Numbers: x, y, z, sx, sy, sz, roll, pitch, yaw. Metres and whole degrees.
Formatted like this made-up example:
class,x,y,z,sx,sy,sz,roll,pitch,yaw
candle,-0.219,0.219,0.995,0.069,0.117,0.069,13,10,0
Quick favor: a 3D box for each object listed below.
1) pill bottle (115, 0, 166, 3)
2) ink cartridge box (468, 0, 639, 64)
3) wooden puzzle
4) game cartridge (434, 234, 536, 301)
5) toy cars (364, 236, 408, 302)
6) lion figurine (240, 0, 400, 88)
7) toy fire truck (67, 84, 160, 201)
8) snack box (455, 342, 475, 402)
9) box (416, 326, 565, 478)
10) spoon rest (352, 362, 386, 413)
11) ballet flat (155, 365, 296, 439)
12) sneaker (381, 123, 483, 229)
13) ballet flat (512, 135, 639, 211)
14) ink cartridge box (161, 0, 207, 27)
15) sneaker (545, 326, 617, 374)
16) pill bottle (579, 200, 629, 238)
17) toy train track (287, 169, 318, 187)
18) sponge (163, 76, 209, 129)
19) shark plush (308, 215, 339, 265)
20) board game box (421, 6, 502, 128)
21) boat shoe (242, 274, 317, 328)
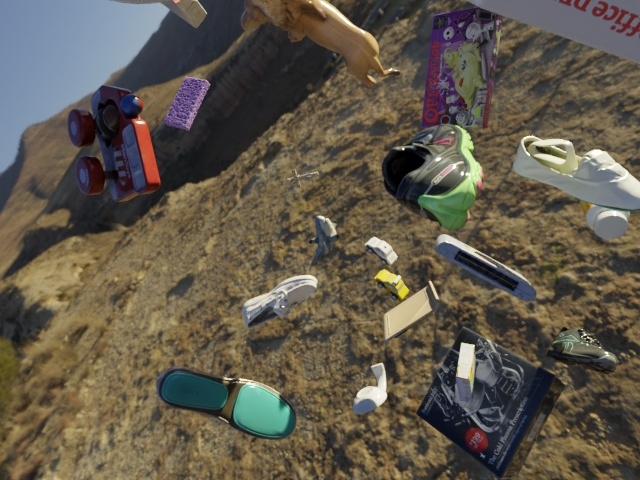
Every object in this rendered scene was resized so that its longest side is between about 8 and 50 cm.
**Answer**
class,x,y,z,sx,sy,sz,roll,pitch,yaw
pill bottle,-0.125,-0.319,0.265,0.161,0.161,0.283,-16,71,50
ink cartridge box,0.264,-0.319,0.340,0.117,0.207,0.283,-97,22,-48
wooden puzzle,0.313,0.255,1.460,0.238,0.044,0.221,-41,4,13
game cartridge,0.481,0.073,1.252,0.060,0.294,0.196,-62,-9,10
toy cars,0.358,0.135,2.209,0.087,0.176,0.394,121,144,-49
lion figurine,0.020,-0.461,0.931,0.240,0.392,0.142,-90,22,-72
toy fire truck,-0.508,-0.253,1.080,0.254,0.169,0.302,-11,90,41
snack box,0.388,0.352,1.112,0.037,0.141,0.100,5,49,27
box,0.546,0.517,1.367,0.312,0.179,0.343,26,85,45
spoon rest,0.208,0.587,1.632,0.137,0.084,0.276,-26,5,25
ballet flat,-0.201,0.343,0.914,0.106,0.316,0.108,-23,41,62
sneaker,0.256,-0.196,1.038,0.483,0.202,0.185,-75,2,-65
ballet flat,0.701,-0.200,1.159,0.139,0.139,0.400,-51,36,4
ink cartridge box,-0.397,-0.630,1.014,0.066,0.189,0.232,-55,1,2
sneaker,0.709,0.290,1.149,0.106,0.101,0.267,-63,-4,-7
pill bottle,0.916,-0.097,1.353,0.117,0.117,0.208,-31,19,36
toy train track,-0.045,-0.155,1.043,0.083,0.048,0.014,-10,25,19
sponge,-0.524,-0.540,1.647,0.117,0.031,0.210,17,79,24
shark plush,0.000,0.000,1.164,0.161,0.067,0.073,113,162,-46
board game box,0.433,-0.526,1.304,0.208,0.056,0.347,13,104,43
boat shoe,-0.126,0.207,1.353,0.277,0.098,0.096,-30,43,15
